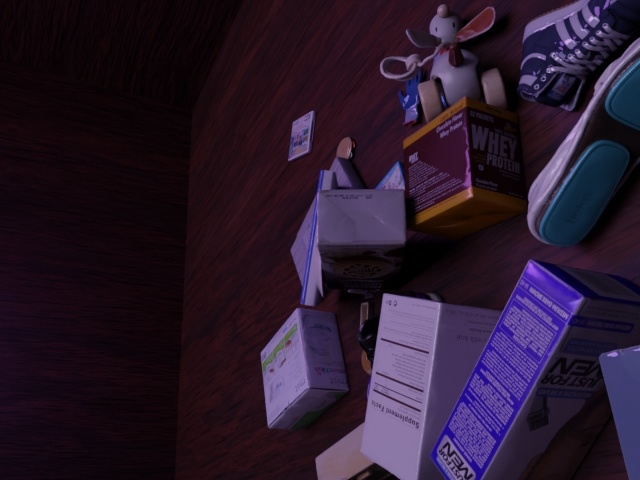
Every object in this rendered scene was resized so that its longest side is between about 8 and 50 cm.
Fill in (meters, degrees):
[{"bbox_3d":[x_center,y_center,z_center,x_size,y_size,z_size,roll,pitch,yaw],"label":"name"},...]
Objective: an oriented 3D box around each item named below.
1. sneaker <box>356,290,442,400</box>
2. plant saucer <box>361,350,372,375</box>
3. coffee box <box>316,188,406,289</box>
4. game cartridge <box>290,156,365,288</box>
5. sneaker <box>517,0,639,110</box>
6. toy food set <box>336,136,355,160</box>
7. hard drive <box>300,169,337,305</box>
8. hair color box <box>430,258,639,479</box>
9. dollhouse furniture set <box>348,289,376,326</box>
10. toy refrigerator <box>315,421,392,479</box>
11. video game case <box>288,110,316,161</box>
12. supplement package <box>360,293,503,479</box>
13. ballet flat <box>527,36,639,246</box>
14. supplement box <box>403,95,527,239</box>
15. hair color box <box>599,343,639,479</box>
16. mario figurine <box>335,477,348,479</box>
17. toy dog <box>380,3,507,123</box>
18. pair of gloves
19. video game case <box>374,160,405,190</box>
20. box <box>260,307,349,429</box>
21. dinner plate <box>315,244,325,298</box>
[{"bbox_3d":[0.132,0.226,1.191,0.102,0.146,0.293,52,126,57],"label":"sneaker"},{"bbox_3d":[0.118,0.278,1.349,0.083,0.015,0.083,-33,52,56],"label":"plant saucer"},{"bbox_3d":[0.087,0.008,1.198,0.297,0.168,0.118,77,-167,-68],"label":"coffee box"},{"bbox_3d":[0.023,-0.033,1.614,0.355,0.068,0.230,-62,27,32],"label":"game cartridge"},{"bbox_3d":[0.410,-0.293,0.875,0.282,0.099,0.153,179,105,-71],"label":"sneaker"},{"bbox_3d":[0.072,-0.256,1.637,0.082,0.020,0.083,-60,32,35],"label":"toy food set"},{"bbox_3d":[0.000,0.000,1.435,0.210,0.040,0.318,49,-131,-85],"label":"hard drive"},{"bbox_3d":[0.311,0.206,0.793,0.110,0.185,0.338,53,128,55],"label":"hair color box"},{"bbox_3d":[0.097,0.151,1.362,0.091,0.081,0.114,-23,60,60],"label":"dollhouse furniture set"},{"bbox_3d":[0.097,0.468,1.221,0.269,0.102,0.094,-52,38,43],"label":"toy refrigerator"},{"bbox_3d":[-0.064,-0.354,1.952,0.157,0.019,0.143,-9,73,62],"label":"video game case"},{"bbox_3d":[0.205,0.253,0.997,0.175,0.178,0.293,1,82,63],"label":"supplement package"},{"bbox_3d":[0.418,-0.171,0.808,0.400,0.139,0.139,-62,31,33],"label":"ballet flat"},{"bbox_3d":[0.264,-0.127,1.076,0.191,0.129,0.194,-31,54,57],"label":"supplement box"},{"bbox_3d":[0.410,0.123,0.405,0.185,0.374,0.113,-40,47,53],"label":"hair color box"},{"bbox_3d":[0.117,0.554,1.106,0.320,0.198,0.170,115,169,-52],"label":"mario figurine"},{"bbox_3d":[0.252,-0.375,1.125,0.161,0.220,0.333,66,178,-48],"label":"toy dog"},{"bbox_3d":[0.244,-0.353,1.327,0.198,0.023,0.159,-20,61,60],"label":"pair of gloves"},{"bbox_3d":[0.176,-0.091,1.371,0.119,0.015,0.166,-52,37,44],"label":"video game case"},{"bbox_3d":[-0.054,0.350,1.542,0.262,0.127,0.231,-54,37,41],"label":"box"},{"bbox_3d":[0.000,0.058,1.256,0.141,0.017,0.141,-3,-90,-87],"label":"dinner plate"}]
